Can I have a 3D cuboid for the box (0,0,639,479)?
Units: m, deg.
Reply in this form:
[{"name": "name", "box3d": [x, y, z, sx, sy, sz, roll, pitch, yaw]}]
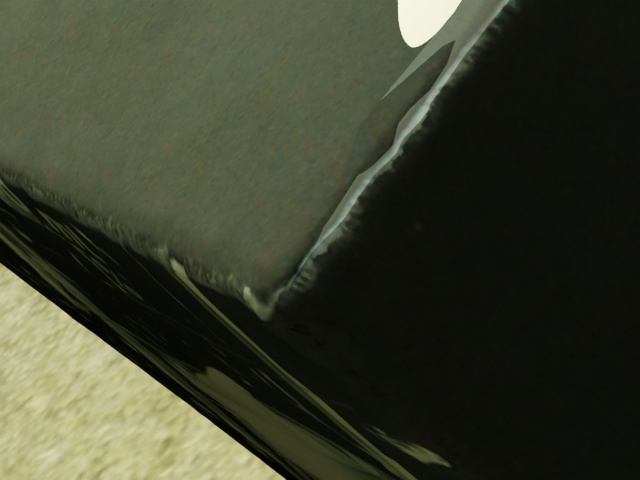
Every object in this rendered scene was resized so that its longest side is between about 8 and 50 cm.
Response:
[{"name": "box", "box3d": [0.103, -0.018, 0.701, 0.297, 0.472, 0.480, -53, 31, -9]}]
